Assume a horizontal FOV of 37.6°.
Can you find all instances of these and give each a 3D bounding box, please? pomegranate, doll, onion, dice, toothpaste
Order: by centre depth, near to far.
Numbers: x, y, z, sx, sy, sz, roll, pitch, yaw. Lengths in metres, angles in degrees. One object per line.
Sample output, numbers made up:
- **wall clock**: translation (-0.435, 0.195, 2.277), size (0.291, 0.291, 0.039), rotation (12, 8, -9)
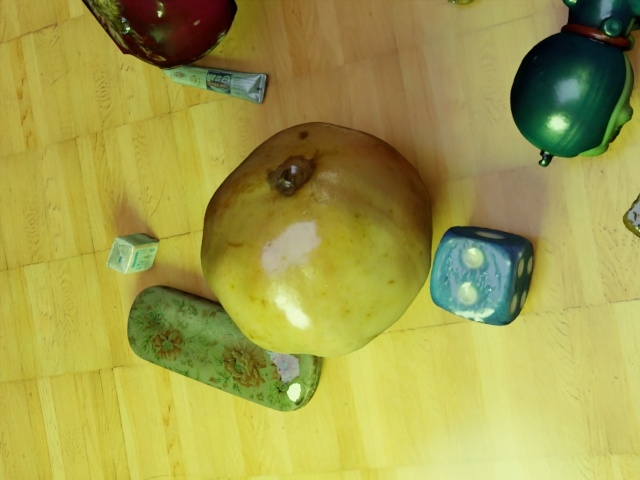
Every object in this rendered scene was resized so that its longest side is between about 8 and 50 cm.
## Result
- **doll**: translation (0.409, -0.267, 1.471), size (0.186, 0.198, 0.322), rotation (19, 93, -6)
- **dice**: translation (0.272, 0.056, 1.578), size (0.143, 0.146, 0.146), rotation (17, 100, 26)
- **pomegranate**: translation (0.000, 0.000, 1.597), size (0.411, 0.411, 0.412), rotation (1, 93, 25)
- **onion**: translation (-0.256, -0.545, 1.730), size (0.420, 0.398, 0.398), rotation (-38, 73, -19)
- **toothpaste**: translation (-0.210, -0.316, 1.851), size (0.233, 0.038, 0.060), rotation (14, 102, 21)

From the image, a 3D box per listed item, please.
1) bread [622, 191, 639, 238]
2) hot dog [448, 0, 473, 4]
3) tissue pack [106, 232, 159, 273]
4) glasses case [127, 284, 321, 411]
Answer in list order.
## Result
- **bread**: translation (0.623, 0.039, 1.277), size (0.416, 0.165, 0.113), rotation (33, 107, 19)
- **hot dog**: translation (0.278, -0.516, 1.585), size (0.102, 0.076, 0.249), rotation (42, 110, 21)
- **tissue pack**: translation (-0.382, 0.027, 1.915), size (0.058, 0.094, 0.074), rotation (26, 105, 21)
- **glasses case**: translation (-0.194, 0.206, 1.832), size (0.425, 0.098, 0.157), rotation (16, 95, 24)
